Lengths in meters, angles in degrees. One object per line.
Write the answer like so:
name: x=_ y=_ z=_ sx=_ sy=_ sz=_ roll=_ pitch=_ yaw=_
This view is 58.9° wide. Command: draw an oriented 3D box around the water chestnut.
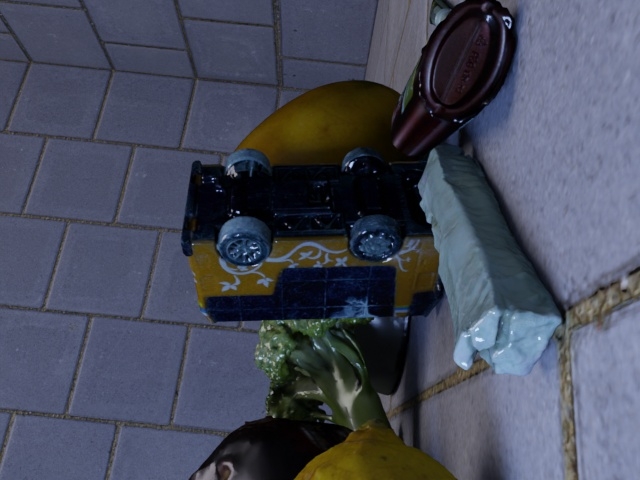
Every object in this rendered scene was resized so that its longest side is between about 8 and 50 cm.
water chestnut: x=-0.072 y=0.372 z=0.659 sx=0.347 sy=0.335 sz=0.334 roll=20 pitch=-110 yaw=-44

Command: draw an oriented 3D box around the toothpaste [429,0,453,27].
toothpaste: x=0.185 y=-0.348 z=0.873 sx=0.204 sy=0.032 sz=0.049 roll=-80 pitch=-2 yaw=-63

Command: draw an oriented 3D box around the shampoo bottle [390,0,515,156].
shampoo bottle: x=0.137 y=-0.170 z=0.682 sx=0.323 sy=0.084 sz=0.129 roll=-63 pitch=-4 yaw=-88

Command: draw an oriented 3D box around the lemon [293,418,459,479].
lemon: x=0.046 y=0.266 z=0.438 sx=0.188 sy=0.189 sz=0.256 roll=96 pitch=174 yaw=-59

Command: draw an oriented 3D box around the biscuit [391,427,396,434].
biscuit: x=0.099 y=0.419 z=0.901 sx=0.164 sy=0.047 sz=0.207 roll=-79 pitch=-5 yaw=-79

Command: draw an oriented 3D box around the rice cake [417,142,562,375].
rice cake: x=0.136 y=-0.008 z=0.521 sx=0.336 sy=0.063 sz=0.066 roll=-81 pitch=7 yaw=-62

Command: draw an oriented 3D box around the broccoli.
broccoli: x=-0.017 y=0.207 z=0.872 sx=0.254 sy=0.186 sz=0.301 roll=-28 pitch=56 yaw=46

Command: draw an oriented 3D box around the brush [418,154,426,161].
brush: x=0.170 y=-0.106 z=0.955 sx=0.016 sy=0.013 sz=0.083 roll=108 pitch=167 yaw=-80

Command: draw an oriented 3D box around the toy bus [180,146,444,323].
toy bus: x=0.000 y=0.000 z=0.735 sx=0.194 sy=0.324 sz=0.161 roll=93 pitch=174 yaw=-46

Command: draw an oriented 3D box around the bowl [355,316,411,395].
bowl: x=0.060 y=0.116 z=1.116 sx=0.354 sy=0.185 sz=0.353 roll=-175 pitch=90 yaw=-90

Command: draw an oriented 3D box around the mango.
mango: x=0.007 y=-0.135 z=0.966 sx=0.300 sy=0.232 sz=0.446 roll=-35 pitch=-5 yaw=38
